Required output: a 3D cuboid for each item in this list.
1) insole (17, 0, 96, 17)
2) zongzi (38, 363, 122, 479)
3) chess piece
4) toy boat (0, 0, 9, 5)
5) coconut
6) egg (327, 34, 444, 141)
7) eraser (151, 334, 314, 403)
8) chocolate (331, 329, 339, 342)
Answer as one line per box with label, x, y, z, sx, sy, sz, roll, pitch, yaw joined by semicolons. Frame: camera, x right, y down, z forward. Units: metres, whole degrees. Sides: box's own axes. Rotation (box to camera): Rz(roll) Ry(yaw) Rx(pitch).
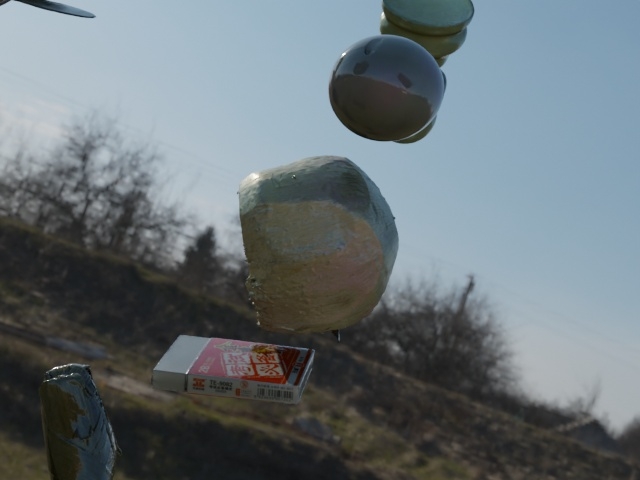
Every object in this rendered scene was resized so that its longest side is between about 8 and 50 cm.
insole;-0.399;-0.329;1.377;0.188;0.004;0.064;13;19;-2
zongzi;-0.280;0.244;1.137;0.078;0.160;0.176;-12;31;2
chess piece;0.151;-0.267;1.606;0.144;0.144;0.251;17;-48;11
toy boat;-0.507;-0.409;1.538;0.275;0.111;0.293;-15;16;12
coconut;0.000;0.000;1.675;0.254;0.297;0.297;-4;-9;0
egg;0.065;-0.147;0.979;0.103;0.103;0.135;13;13;34
eraser;-0.134;0.202;1.594;0.230;0.038;0.157;6;16;7
chocolate;0.016;0.115;1.894;0.028;0.086;0.182;-14;-43;9
